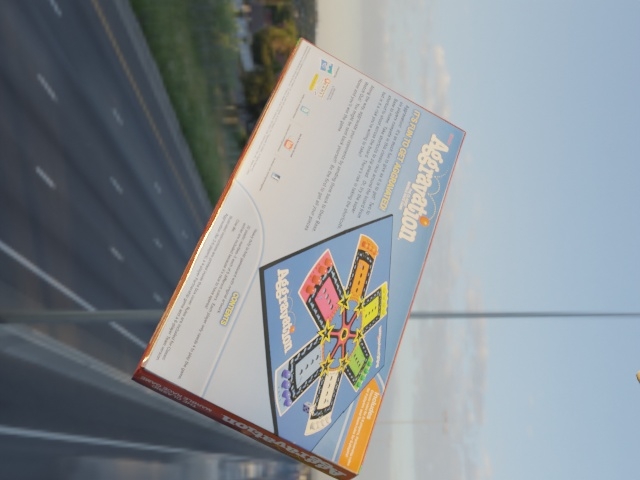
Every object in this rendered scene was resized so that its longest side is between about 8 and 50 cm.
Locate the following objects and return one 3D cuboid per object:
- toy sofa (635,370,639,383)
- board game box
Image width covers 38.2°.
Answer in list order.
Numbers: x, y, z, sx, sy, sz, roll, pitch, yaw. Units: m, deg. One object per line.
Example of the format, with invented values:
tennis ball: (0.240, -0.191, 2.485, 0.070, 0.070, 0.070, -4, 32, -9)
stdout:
toy sofa: (0.299, 0.182, 0.408, 0.362, 0.150, 0.177, 57, 14, -5)
board game box: (0.000, 0.000, 0.613, 0.027, 0.145, 0.281, -49, -164, 56)
